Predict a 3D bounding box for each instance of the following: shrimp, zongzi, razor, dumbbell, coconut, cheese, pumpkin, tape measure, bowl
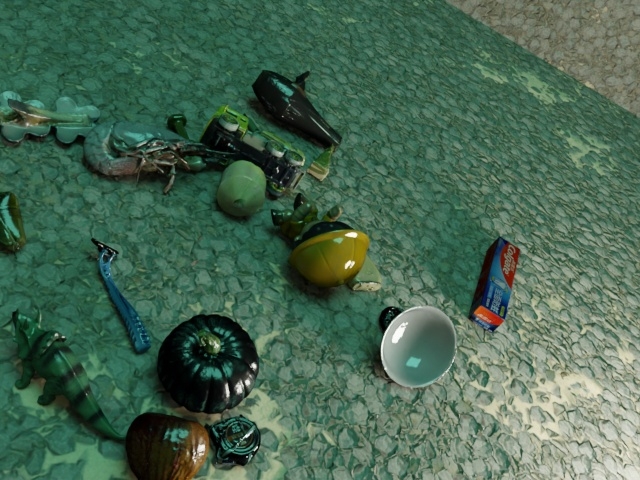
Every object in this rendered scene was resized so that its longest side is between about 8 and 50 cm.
[{"bbox_3d":[-0.370,-0.198,1.651,0.342,0.116,0.145,3,59,-16],"label":"shrimp"},{"bbox_3d":[-0.641,-0.011,1.378,0.130,0.062,0.154,-14,73,-16],"label":"zongzi"},{"bbox_3d":[-0.392,0.111,1.408,0.253,0.042,0.082,58,6,25],"label":"razor"},{"bbox_3d":[-0.348,-0.267,1.798,0.052,0.046,0.118,-7,54,-30],"label":"dumbbell"},{"bbox_3d":[-0.187,-0.119,1.703,0.116,0.116,0.122,23,36,-12],"label":"coconut"},{"bbox_3d":[0.089,0.042,1.776,0.097,0.037,0.192,6,48,-29],"label":"cheese"},{"bbox_3d":[-0.207,0.229,1.334,0.194,0.150,0.194,18,60,-34],"label":"pumpkin"},{"bbox_3d":[-0.156,0.365,1.295,0.094,0.054,0.091,-5,54,-27],"label":"tape measure"},{"bbox_3d":[0.207,0.228,1.609,0.188,0.189,0.086,13,4,-21],"label":"bowl"}]

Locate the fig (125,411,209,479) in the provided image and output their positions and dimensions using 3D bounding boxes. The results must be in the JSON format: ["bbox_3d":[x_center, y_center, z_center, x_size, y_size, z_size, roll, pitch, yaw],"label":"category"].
[{"bbox_3d":[-0.260,0.388,1.186,0.133,0.146,0.201,8,85,-21],"label":"fig"}]

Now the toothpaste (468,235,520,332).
[{"bbox_3d":[0.474,0.113,1.930,0.076,0.066,0.320,32,41,-1],"label":"toothpaste"}]

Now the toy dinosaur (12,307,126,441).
[{"bbox_3d":[-0.446,0.243,1.223,0.292,0.120,0.079,61,31,-4],"label":"toy dinosaur"}]

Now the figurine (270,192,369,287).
[{"bbox_3d":[0.000,0.004,1.668,0.192,0.167,0.257,-11,34,-24],"label":"figurine"}]

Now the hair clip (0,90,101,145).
[{"bbox_3d":[-0.625,-0.280,1.623,0.256,0.075,0.146,2,51,-39],"label":"hair clip"}]

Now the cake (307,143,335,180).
[{"bbox_3d":[0.003,-0.225,1.974,0.055,0.051,0.140,24,39,-7],"label":"cake"}]

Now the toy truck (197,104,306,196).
[{"bbox_3d":[-0.167,-0.234,1.813,0.272,0.124,0.157,28,25,-15],"label":"toy truck"}]

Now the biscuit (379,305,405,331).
[{"bbox_3d":[0.179,0.194,1.692,0.087,0.027,0.089,24,41,-9],"label":"biscuit"}]

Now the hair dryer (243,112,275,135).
[{"bbox_3d":[-0.181,-0.306,1.947,0.071,0.047,0.150,-5,47,-34],"label":"hair dryer"}]

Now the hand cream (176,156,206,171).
[{"bbox_3d":[-0.361,-0.200,1.742,0.165,0.037,0.057,12,44,-14],"label":"hand cream"}]

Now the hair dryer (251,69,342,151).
[{"bbox_3d":[-0.040,-0.428,2.129,0.303,0.120,0.359,35,31,-11],"label":"hair dryer"}]
